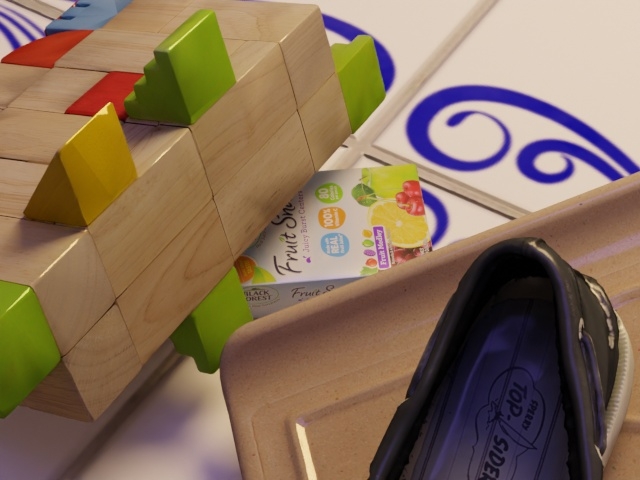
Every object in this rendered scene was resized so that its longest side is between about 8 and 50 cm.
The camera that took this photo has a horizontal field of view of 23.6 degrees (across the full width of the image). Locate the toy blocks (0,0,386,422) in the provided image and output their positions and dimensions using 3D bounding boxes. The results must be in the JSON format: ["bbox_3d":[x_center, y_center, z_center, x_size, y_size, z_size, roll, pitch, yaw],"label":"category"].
[{"bbox_3d":[-0.168,-0.041,0.942,0.260,0.191,0.381,9,41,33],"label":"toy blocks"}]

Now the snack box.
[{"bbox_3d":[0.000,0.000,1.005,0.141,0.037,0.100,-4,46,-3],"label":"snack box"}]

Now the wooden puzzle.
[{"bbox_3d":[0.131,0.151,0.797,0.322,0.080,0.348,-22,53,6],"label":"wooden puzzle"}]

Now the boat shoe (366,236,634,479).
[{"bbox_3d":[0.065,0.148,0.700,0.127,0.113,0.340,13,63,27],"label":"boat shoe"}]
